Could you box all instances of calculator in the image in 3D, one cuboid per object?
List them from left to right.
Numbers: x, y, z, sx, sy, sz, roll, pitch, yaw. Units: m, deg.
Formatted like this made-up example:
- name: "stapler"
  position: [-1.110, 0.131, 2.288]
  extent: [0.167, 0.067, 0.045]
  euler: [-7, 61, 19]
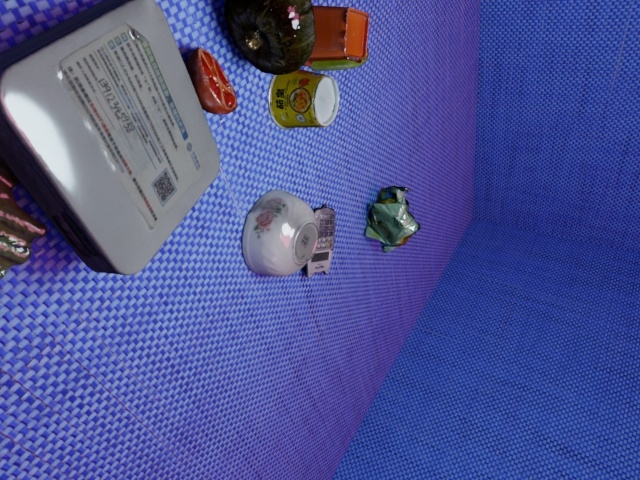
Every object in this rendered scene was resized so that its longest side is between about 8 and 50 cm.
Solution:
- name: "calculator"
  position: [0.000, 0.000, 1.617]
  extent: [0.177, 0.040, 0.268]
  euler: [-4, 106, -58]

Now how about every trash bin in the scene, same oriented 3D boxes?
- name: "trash bin"
  position: [-0.007, -0.540, 1.158]
  extent: [0.184, 0.238, 0.161]
  euler: [-22, 122, -50]

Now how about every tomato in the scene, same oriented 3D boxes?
- name: "tomato"
  position: [-0.255, -0.348, 0.994]
  extent: [0.155, 0.069, 0.156]
  euler: [-21, 90, -77]

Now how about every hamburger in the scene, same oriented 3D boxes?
- name: "hamburger"
  position: [0.284, -0.095, 1.895]
  extent: [0.150, 0.260, 0.276]
  euler: [-14, 83, -30]

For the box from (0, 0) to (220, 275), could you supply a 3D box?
- name: "box"
  position: [-0.360, -0.192, 0.819]
  extent: [0.397, 0.111, 0.396]
  euler: [-65, 151, -42]

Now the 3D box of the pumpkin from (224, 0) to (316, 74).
- name: "pumpkin"
  position: [-0.119, -0.496, 1.013]
  extent: [0.159, 0.237, 0.238]
  euler: [-45, 139, -31]

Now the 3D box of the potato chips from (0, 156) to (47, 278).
- name: "potato chips"
  position: [-0.574, -0.082, 0.587]
  extent: [0.389, 0.097, 0.374]
  euler: [0, 101, -64]

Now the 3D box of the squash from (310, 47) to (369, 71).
- name: "squash"
  position: [0.063, -0.551, 1.319]
  extent: [0.095, 0.187, 0.095]
  euler: [-31, 128, -52]

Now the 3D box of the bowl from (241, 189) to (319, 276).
- name: "bowl"
  position: [-0.098, -0.008, 1.358]
  extent: [0.277, 0.145, 0.277]
  euler: [-37, 135, -47]

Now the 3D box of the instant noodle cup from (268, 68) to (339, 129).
- name: "instant noodle cup"
  position: [-0.037, -0.402, 1.266]
  extent: [0.182, 0.144, 0.182]
  euler: [-31, 129, -49]
